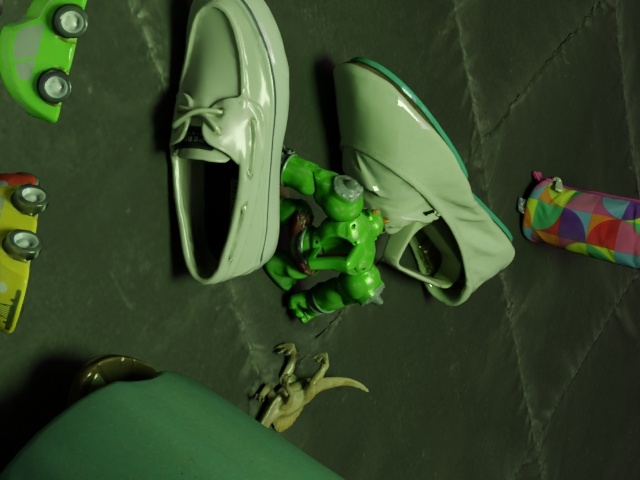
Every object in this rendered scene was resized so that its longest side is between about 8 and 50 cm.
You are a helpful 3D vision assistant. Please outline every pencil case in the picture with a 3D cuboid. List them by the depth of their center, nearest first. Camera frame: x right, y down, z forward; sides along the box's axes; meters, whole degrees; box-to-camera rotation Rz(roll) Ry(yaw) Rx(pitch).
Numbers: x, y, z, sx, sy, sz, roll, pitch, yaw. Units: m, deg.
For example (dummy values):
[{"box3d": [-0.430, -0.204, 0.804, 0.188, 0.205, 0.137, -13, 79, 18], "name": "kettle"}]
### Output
[{"box3d": [0.388, -0.021, 1.699, 0.104, 0.236, 0.104, -32, 131, -47], "name": "pencil case"}]

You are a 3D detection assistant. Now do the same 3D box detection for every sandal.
[{"box3d": [-0.162, 0.141, 1.054, 0.219, 0.060, 0.090, 27, 79, -70], "name": "sandal"}]

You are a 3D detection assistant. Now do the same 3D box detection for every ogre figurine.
[{"box3d": [0.000, 0.000, 1.210, 0.097, 0.118, 0.197, -21, 114, -53], "name": "ogre figurine"}]

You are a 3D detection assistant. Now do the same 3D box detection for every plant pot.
[{"box3d": [-0.067, 0.288, 0.909, 0.341, 0.334, 0.341, -34, 142, -32], "name": "plant pot"}]

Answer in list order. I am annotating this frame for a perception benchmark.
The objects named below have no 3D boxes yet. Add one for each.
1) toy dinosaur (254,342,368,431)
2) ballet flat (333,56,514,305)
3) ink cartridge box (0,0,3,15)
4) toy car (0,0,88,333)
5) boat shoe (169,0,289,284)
[{"box3d": [-0.022, 0.153, 1.283, 0.183, 0.053, 0.093, -27, 134, -43], "name": "toy dinosaur"}, {"box3d": [0.104, -0.039, 1.369, 0.400, 0.139, 0.139, 47, 58, -51], "name": "ballet flat"}, {"box3d": [-0.323, -0.151, 0.709, 0.308, 0.091, 0.385, 54, 27, -46], "name": "ink cartridge box"}, {"box3d": [-0.202, -0.068, 0.825, 0.053, 0.239, 0.225, 13, 95, -16], "name": "toy car"}, {"box3d": [-0.091, -0.091, 1.086, 0.088, 0.096, 0.268, -30, 128, -56], "name": "boat shoe"}]
